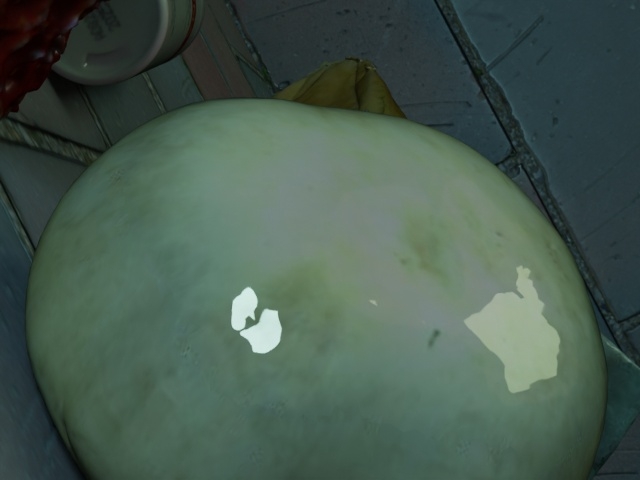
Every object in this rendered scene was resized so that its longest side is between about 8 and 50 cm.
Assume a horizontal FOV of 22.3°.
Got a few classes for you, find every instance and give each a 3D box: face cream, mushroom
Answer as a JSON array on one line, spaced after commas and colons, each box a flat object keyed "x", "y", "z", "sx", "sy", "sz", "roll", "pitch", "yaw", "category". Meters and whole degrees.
[{"x": -0.143, "y": -0.176, "z": 1.222, "sx": 0.102, "sy": 0.102, "sz": 0.345, "roll": 61, "pitch": 6, "yaw": -9, "category": "face cream"}, {"x": -0.008, "y": 0.063, "z": 0.752, "sx": 0.260, "sy": 0.254, "sz": 0.234, "roll": 45, "pitch": -43, "yaw": 14, "category": "mushroom"}]

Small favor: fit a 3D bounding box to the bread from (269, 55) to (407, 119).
[{"x": 0.000, "y": 0.000, "z": 1.150, "sx": 0.156, "sy": 0.204, "sz": 0.288, "roll": 56, "pitch": 3, "yaw": -21, "category": "bread"}]

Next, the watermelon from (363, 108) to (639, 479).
[{"x": 0.051, "y": 0.118, "z": 0.947, "sx": 0.302, "sy": 0.264, "sz": 0.151, "roll": 46, "pitch": 0, "yaw": -37, "category": "watermelon"}]

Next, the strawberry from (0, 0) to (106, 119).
[{"x": -0.147, "y": -0.185, "z": 0.834, "sx": 0.234, "sy": 0.178, "sz": 0.234, "roll": -21, "pitch": 90, "yaw": -84, "category": "strawberry"}]
